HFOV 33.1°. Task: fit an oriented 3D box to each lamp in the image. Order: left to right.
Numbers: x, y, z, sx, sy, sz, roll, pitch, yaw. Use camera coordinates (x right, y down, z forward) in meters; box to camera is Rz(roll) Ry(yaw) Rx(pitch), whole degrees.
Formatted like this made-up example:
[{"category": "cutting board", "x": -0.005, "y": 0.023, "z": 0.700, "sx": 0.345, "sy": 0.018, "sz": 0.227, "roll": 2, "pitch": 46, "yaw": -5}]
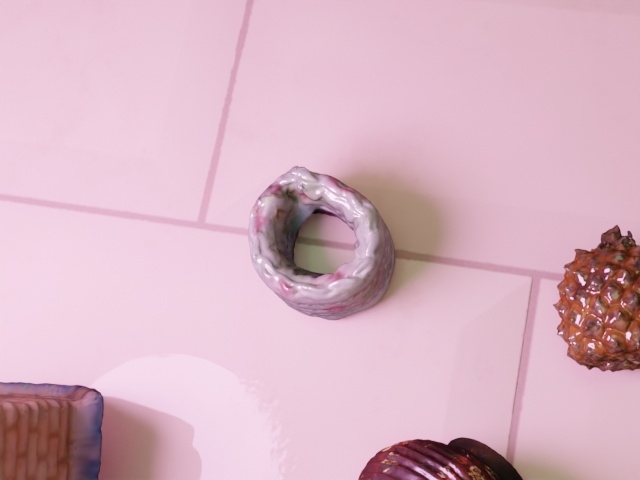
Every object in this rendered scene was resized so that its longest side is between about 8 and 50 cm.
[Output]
[{"category": "lamp", "x": 0.140, "y": 0.363, "z": 1.334, "sx": 0.247, "sy": 0.247, "sz": 0.247, "roll": -3, "pitch": 75, "yaw": 10}]

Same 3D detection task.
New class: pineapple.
[{"category": "pineapple", "x": 0.388, "y": 0.072, "z": 1.406, "sx": 0.166, "sy": 0.166, "sz": 0.193, "roll": -2, "pitch": 73, "yaw": 10}]

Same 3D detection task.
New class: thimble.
[{"category": "thimble", "x": 0.000, "y": 0.000, "z": 1.500, "sx": 0.185, "sy": 0.149, "sz": 0.211, "roll": -22, "pitch": 72, "yaw": 6}]

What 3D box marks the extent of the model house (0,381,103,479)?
[{"category": "model house", "x": -0.495, "y": 0.374, "z": 1.390, "sx": 0.445, "sy": 0.400, "sz": 0.395, "roll": -1, "pitch": 87, "yaw": 18}]
